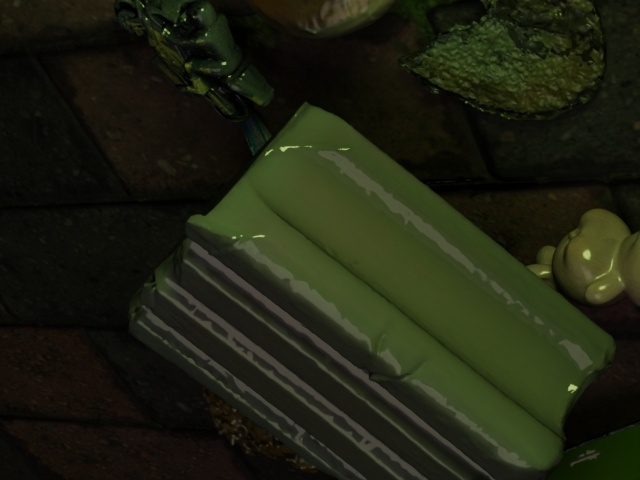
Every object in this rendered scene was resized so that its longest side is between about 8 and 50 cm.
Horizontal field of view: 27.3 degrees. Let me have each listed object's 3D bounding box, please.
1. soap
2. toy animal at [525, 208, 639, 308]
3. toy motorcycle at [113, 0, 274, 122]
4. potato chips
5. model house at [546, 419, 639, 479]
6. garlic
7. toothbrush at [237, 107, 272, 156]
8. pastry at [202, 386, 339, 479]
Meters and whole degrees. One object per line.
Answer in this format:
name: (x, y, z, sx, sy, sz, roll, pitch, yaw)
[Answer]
soap: (0.044, 0.092, 1.429, 0.435, 0.213, 0.350, 38, 149, -4)
toy animal: (0.286, 0.022, 1.391, 0.212, 0.124, 0.124, 2, 138, 37)
toy motorcycle: (-0.130, -0.205, 1.386, 0.193, 0.061, 0.124, 42, 148, -9)
potato chips: (0.176, -0.198, 1.256, 0.202, 0.029, 0.220, 16, 145, 11)
model house: (0.384, 0.341, 1.640, 0.294, 0.207, 0.154, -27, 166, 27)
garlic: (0.013, -0.255, 1.230, 0.198, 0.090, 0.128, 5, 127, 31)
toothbrush: (0.000, 0.000, 1.584, 0.035, 0.042, 0.413, 4, 138, 39)
pastry: (-0.024, 0.218, 1.760, 0.311, 0.162, 0.255, 27, 142, -4)
